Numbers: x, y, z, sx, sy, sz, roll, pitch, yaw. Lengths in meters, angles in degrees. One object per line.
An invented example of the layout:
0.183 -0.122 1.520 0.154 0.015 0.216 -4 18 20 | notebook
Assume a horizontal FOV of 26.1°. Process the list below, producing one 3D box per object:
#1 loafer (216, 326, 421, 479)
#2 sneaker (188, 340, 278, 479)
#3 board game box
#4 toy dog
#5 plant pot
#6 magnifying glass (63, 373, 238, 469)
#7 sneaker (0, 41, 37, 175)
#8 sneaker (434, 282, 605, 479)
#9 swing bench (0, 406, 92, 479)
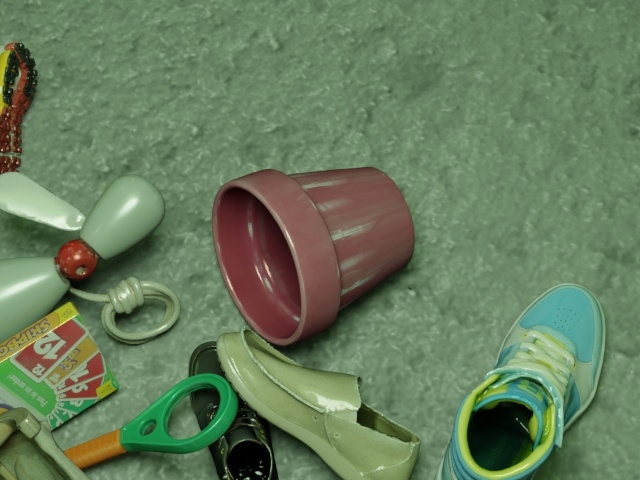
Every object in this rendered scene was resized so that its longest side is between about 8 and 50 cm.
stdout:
0.003 0.178 1.526 0.268 0.102 0.092 40 101 -5 | loafer
-0.091 0.199 1.529 0.083 0.118 0.222 -18 68 -10 | sneaker
-0.358 0.184 1.520 0.259 0.124 0.039 -31 40 -12 | board game box
-0.340 0.035 1.575 0.334 0.220 0.161 -21 37 -19 | toy dog
0.000 0.000 1.591 0.180 0.201 0.201 -20 68 -27 | plant pot
-0.194 0.212 1.518 0.231 0.026 0.092 -21 42 15 | magnifying glass
-0.418 -0.136 1.696 0.093 0.088 0.225 1 64 21 | sneaker
0.240 0.156 1.512 0.127 0.208 0.319 26 67 10 | sneaker
-0.311 0.339 1.384 0.255 0.165 0.253 -44 105 -20 | swing bench
